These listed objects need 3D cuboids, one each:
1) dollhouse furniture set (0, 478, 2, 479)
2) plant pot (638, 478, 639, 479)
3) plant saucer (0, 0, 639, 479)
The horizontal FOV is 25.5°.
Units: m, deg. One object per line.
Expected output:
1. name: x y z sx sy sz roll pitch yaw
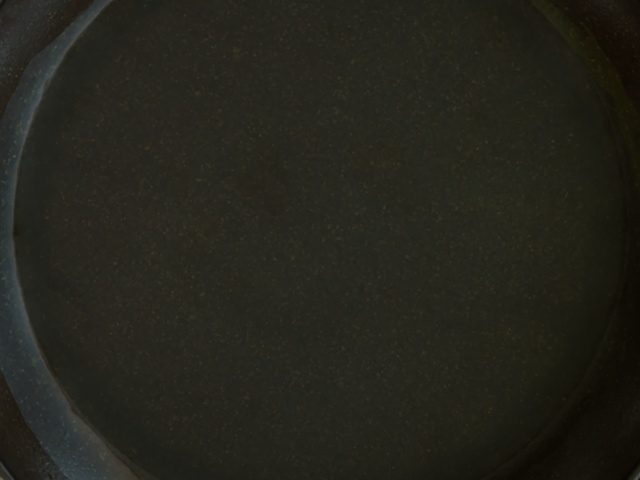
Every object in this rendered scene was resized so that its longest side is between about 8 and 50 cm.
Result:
1. dollhouse furniture set: -0.309 0.152 1.000 0.183 0.129 0.129 -38 -160 34
2. plant pot: 0.237 0.111 0.792 0.254 0.239 0.254 -1 -93 14
3. plant saucer: 0.000 0.000 0.559 0.050 0.310 0.311 -94 -155 -78
